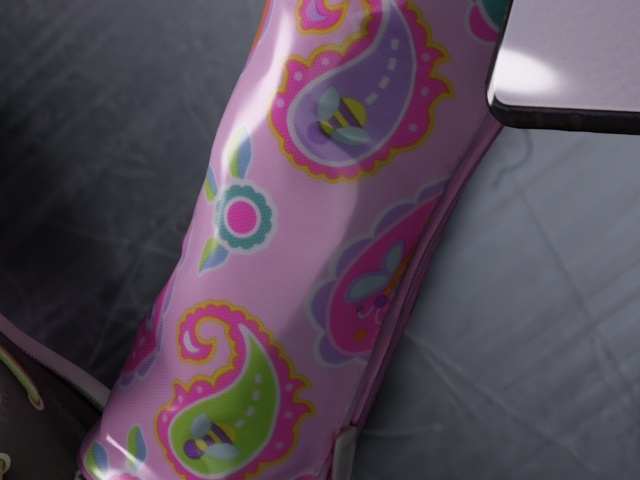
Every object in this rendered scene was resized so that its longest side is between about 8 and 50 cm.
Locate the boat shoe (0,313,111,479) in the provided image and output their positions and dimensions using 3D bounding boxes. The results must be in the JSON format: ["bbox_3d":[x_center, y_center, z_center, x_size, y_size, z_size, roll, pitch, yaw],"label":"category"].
[{"bbox_3d":[-0.168,0.077,0.608,0.109,0.091,0.305,-28,112,18],"label":"boat shoe"}]

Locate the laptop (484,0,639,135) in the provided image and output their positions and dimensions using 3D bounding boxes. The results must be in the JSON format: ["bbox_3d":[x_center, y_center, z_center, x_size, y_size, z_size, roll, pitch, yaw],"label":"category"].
[{"bbox_3d":[0.209,-0.245,0.296,0.382,0.236,0.408,7,74,35],"label":"laptop"}]

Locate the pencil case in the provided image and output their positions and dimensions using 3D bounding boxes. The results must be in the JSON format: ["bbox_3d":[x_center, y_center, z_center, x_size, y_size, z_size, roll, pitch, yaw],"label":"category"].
[{"bbox_3d":[0.000,0.000,0.560,0.124,0.124,0.284,25,107,7],"label":"pencil case"}]
